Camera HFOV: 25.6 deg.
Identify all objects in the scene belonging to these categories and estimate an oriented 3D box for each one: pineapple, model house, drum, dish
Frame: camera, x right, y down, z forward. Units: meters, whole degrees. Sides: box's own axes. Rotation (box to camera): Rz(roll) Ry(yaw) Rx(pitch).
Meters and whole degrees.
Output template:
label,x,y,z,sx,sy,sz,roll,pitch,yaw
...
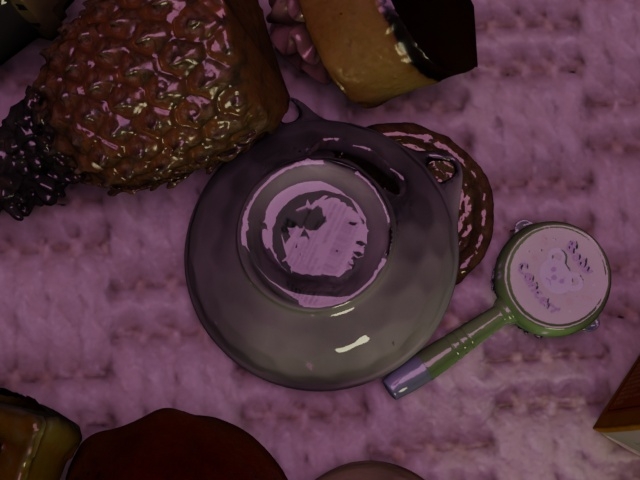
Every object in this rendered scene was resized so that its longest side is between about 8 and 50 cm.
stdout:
label,x,y,z,sx,sy,sz,roll,pitch,yaw
pineapple,-0.214,-0.124,1.335,0.362,0.202,0.202,-25,83,8
model house,-0.328,0.241,1.242,0.173,0.268,0.239,18,83,-14
drum,0.188,0.090,1.404,0.130,0.049,0.253,41,82,3
dish,0.000,0.000,1.348,0.303,0.120,0.303,-1,80,3

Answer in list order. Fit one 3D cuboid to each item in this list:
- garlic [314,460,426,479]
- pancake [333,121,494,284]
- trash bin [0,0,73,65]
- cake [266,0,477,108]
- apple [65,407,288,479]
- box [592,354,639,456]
label,x,y,z,sx,sy,sz,roll,pitch,yaw
garlic,0.077,0.284,1.328,0.207,0.115,0.128,38,73,-1
pancake,0.079,-0.030,1.428,0.199,0.021,0.199,1,79,-4
trash bin,-0.357,-0.240,1.331,0.334,0.214,0.214,-43,87,-5
cake,0.032,-0.216,1.389,0.178,0.185,0.207,-26,109,32
apple,-0.124,0.265,1.262,0.234,0.234,0.234,1,80,-5
box,0.444,0.155,1.296,0.260,0.283,0.213,32,80,0
